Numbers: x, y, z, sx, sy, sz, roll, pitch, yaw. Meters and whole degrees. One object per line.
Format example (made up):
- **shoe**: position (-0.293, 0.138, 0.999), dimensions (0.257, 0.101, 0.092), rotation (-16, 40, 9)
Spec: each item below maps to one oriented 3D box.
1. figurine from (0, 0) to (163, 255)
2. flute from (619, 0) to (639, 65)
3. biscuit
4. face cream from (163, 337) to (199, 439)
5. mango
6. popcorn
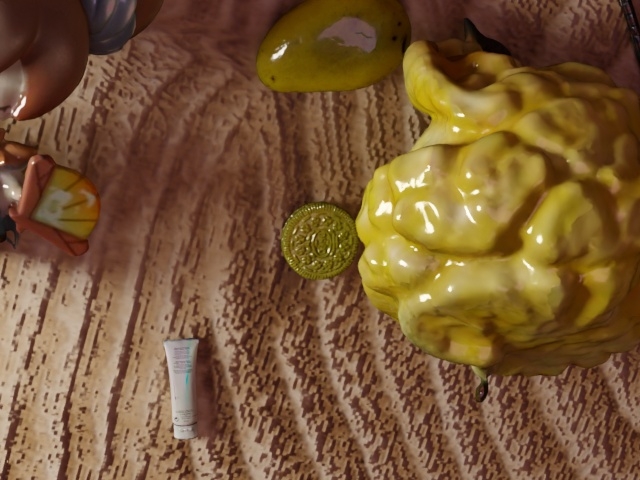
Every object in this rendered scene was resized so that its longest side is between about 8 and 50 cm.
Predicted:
- **figurine**: position (-0.316, -0.132, 1.264), dimensions (0.276, 0.248, 0.388), rotation (17, 114, -17)
- **flute**: position (0.332, -0.210, 1.442), dimensions (0.014, 0.014, 0.269), rotation (-23, 110, -1)
- **biscuit**: position (0.000, 0.000, 1.451), dimensions (0.084, 0.023, 0.084), rotation (-3, 107, -9)
- **face cream**: position (-0.147, 0.158, 1.479), dimensions (0.038, 0.020, 0.115), rotation (-4, 107, -7)
- **mango**: position (0.011, -0.194, 1.366), dimensions (0.161, 0.076, 0.103), rotation (-19, 116, 6)
- **popcorn**: position (0.191, -0.043, 1.335), dimensions (0.349, 0.349, 0.382), rotation (-1, 65, -9)
